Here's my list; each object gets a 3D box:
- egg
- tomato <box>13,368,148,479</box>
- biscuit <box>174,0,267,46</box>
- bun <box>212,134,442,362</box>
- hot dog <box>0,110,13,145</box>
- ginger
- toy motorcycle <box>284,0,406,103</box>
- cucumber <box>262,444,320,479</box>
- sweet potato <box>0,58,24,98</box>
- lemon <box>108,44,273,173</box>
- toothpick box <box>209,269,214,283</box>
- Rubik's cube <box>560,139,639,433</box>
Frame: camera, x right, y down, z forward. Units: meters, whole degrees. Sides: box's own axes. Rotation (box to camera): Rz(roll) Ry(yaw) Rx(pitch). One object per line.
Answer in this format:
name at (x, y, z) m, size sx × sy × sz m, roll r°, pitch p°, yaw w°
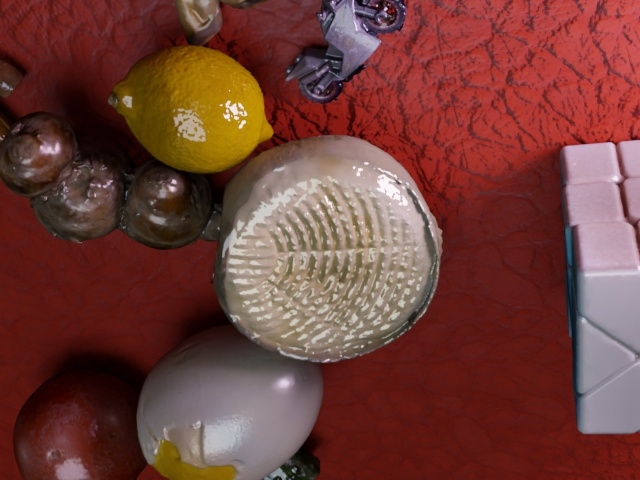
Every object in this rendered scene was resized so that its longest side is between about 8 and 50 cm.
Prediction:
egg at (-0.151, 0.287, 1.645) m, size 0.345 × 0.283 × 0.283 m, roll -27°, pitch 118°, yaw 17°
tomato at (-0.453, 0.367, 1.776) m, size 0.265 × 0.264 × 0.264 m, roll 5°, pitch 127°, yaw 6°
biscuit at (-0.183, -0.383, 1.290) m, size 0.164 × 0.047 × 0.208 m, roll -28°, pitch 117°, yaw 26°
bun at (0.002, 0.000, 1.446) m, size 0.365 × 0.202 × 0.364 m, roll -2°, pitch 119°, yaw -3°
hot dog at (-0.572, -0.208, 1.480) m, size 0.100 × 0.068 × 0.249 m, roll -33°, pitch 118°, yaw 18°
ginger at (-0.308, -0.074, 1.454) m, size 0.376 × 0.176 × 0.256 m, roll 15°, pitch 159°, yaw -14°
toy motorcycle at (0.020, -0.283, 1.312) m, size 0.123 × 0.080 × 0.215 m, roll 34°, pitch 129°, yaw -15°
cucumber at (-0.119, 0.405, 1.830) m, size 0.244 × 0.134 × 0.134 m, roll 46°, pitch 122°, yaw -10°
sweet potato at (-0.580, -0.315, 1.403) m, size 0.281 × 0.067 × 0.059 m, roll 40°, pitch 167°, yaw -18°
lemon at (-0.181, -0.189, 1.348) m, size 0.244 × 0.186 × 0.186 m, roll 14°, pitch 129°, yaw -19°
toothpick box at (-0.146, 0.066, 1.623) m, size 0.083 × 0.047 × 0.047 m, roll 20°, pitch 128°, yaw -6°
Rubik's cube at (0.513, 0.059, 1.333) m, size 0.319 × 0.315 × 0.321 m, roll -3°, pitch 127°, yaw 13°
